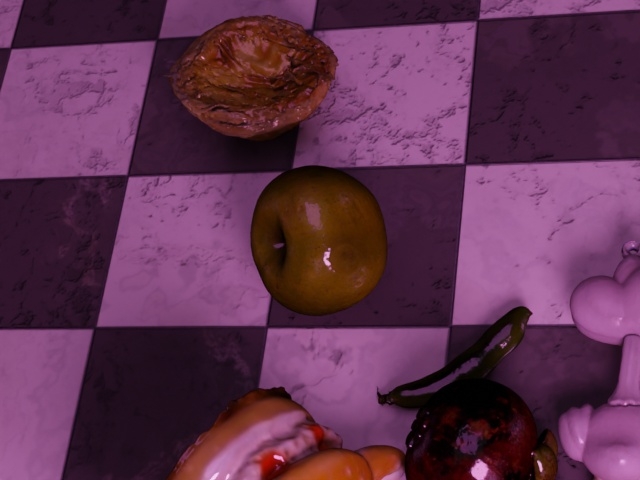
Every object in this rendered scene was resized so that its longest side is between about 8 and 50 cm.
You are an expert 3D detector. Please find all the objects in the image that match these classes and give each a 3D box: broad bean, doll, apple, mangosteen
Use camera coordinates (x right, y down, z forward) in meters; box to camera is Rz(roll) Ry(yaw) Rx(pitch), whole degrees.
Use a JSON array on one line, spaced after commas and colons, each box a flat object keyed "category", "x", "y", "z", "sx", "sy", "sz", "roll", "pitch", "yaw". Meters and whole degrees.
[{"category": "broad bean", "x": 0.175, "y": 0.156, "z": 1.923, "sx": 0.227, "sy": 0.039, "sz": 0.069, "roll": -28, "pitch": 50, "yaw": -1}, {"category": "doll", "x": 0.370, "y": 0.162, "z": 1.829, "sx": 0.160, "sy": 0.094, "sz": 0.365, "roll": -1, "pitch": 60, "yaw": 19}, {"category": "apple", "x": 0.000, "y": 0.000, "z": 1.986, "sx": 0.157, "sy": 0.196, "sz": 0.196, "roll": -5, "pitch": 52, "yaw": -26}, {"category": "mangosteen", "x": 0.197, "y": 0.259, "z": 1.790, "sx": 0.200, "sy": 0.200, "sz": 0.200, "roll": -8, "pitch": 58, "yaw": 12}]

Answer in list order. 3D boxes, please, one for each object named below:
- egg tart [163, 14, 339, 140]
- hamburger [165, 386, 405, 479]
[{"category": "egg tart", "x": -0.096, "y": -0.223, "z": 2.205, "sx": 0.252, "sy": 0.098, "sz": 0.232, "roll": 5, "pitch": 55, "yaw": 15}, {"category": "hamburger", "x": -0.043, "y": 0.320, "z": 1.779, "sx": 0.186, "sy": 0.261, "sz": 0.303, "roll": 31, "pitch": 31, "yaw": 24}]
